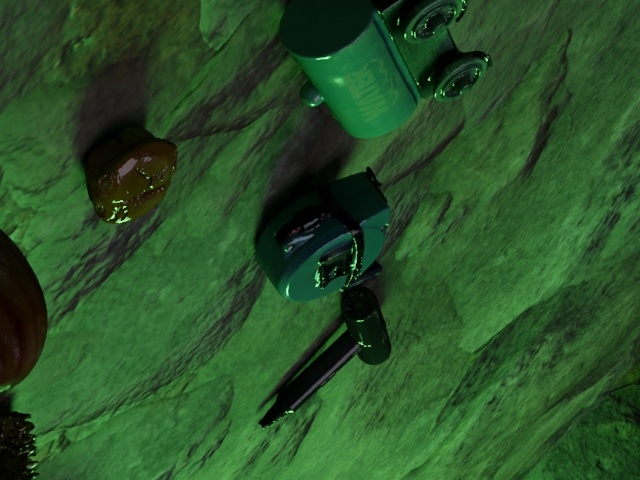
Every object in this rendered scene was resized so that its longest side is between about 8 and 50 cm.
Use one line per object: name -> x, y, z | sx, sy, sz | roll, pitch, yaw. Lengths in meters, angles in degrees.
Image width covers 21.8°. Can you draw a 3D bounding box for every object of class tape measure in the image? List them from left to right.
tape measure -> 0.000, 0.000, 1.639 | 0.125, 0.081, 0.146 | -27, 154, -19

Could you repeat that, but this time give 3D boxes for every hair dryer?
hair dryer -> -0.002, 0.149, 1.977 | 0.195, 0.050, 0.173 | -39, 156, -9

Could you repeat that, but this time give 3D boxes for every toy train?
toy train -> 0.039, 0.043, 1.885 | 0.083, 0.017, 0.017 | -22, 148, -47
toy train -> 0.050, -0.164, 1.416 | 0.159, 0.101, 0.248 | -33, 159, 4

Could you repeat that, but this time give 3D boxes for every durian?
durian -> -0.317, 0.253, 1.480 | 0.220, 0.095, 0.137 | -42, 160, 7

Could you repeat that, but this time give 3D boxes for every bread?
bread -> -0.149, -0.052, 1.295 | 0.081, 0.046, 0.083 | -8, 139, -55

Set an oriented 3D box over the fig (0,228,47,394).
fig -> -0.280, 0.019, 1.066 | 0.175, 0.207, 0.175 | -29, -166, 8
